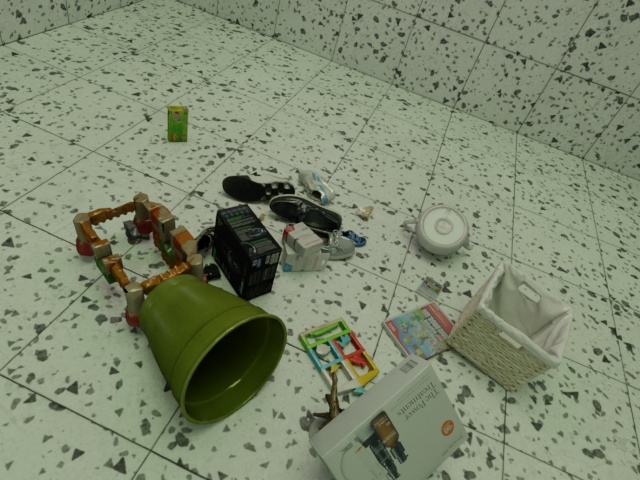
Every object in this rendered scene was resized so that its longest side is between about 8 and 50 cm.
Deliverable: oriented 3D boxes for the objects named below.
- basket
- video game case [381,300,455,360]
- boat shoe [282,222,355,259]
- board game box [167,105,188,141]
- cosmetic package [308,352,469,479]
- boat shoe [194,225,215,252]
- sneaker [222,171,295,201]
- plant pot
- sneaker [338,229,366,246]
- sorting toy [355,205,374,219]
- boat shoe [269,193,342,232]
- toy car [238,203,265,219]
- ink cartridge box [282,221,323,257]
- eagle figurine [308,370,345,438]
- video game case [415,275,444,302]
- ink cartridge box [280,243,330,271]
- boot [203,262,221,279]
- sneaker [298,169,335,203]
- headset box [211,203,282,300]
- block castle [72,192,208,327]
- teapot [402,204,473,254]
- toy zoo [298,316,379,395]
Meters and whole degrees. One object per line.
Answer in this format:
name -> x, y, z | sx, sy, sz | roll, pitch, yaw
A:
basket -> 0.711, 0.318, 1.696 | 0.328, 0.266, 0.331 | 38, 46, 11
video game case -> 0.403, 0.355, 1.750 | 0.285, 0.025, 0.204 | -15, 52, -30
boat shoe -> -0.001, -0.002, 1.924 | 0.321, 0.103, 0.118 | 13, 43, -6
board game box -> -0.706, -0.574, 2.219 | 0.092, 0.181, 0.043 | -6, 48, -25
cosmetic package -> 0.197, 0.541, 1.226 | 0.377, 0.284, 0.097 | -35, 19, -17
boat shoe -> -0.445, 0.000, 1.760 | 0.070, 0.077, 0.219 | -11, 21, 27
sneaker -> -0.290, -0.253, 2.096 | 0.331, 0.122, 0.146 | 6, 26, -12
plant pot -> -0.355, 0.287, 1.359 | 0.353, 0.366, 0.367 | 32, 43, 32
sneaker -> 0.142, -0.012, 2.016 | 0.144, 0.059, 0.053 | 8, 41, -12
sorting toy -> 0.209, -0.138, 2.188 | 0.075, 0.044, 0.083 | 21, 42, 14
boat shoe -> -0.066, -0.106, 1.995 | 0.340, 0.127, 0.113 | 20, 30, -12
toy car -> -0.309, -0.123, 1.983 | 0.122, 0.060, 0.040 | 20, 74, 11
ink cartridge box -> -0.071, -0.003, 1.781 | 0.099, 0.056, 0.135 | -21, 52, -37
eagle figurine -> 0.138, 0.565, 1.356 | 0.298, 0.225, 0.226 | 31, 80, -30
video game case -> 0.471, 0.209, 1.936 | 0.087, 0.011, 0.122 | 34, 45, 17
ink cartridge box -> -0.063, 0.070, 1.828 | 0.180, 0.104, 0.060 | 0, 42, -20
boot -> -0.419, 0.140, 1.679 | 0.099, 0.045, 0.121 | -16, 51, -36
sneaker -> -0.035, -0.266, 2.203 | 0.229, 0.087, 0.092 | 40, 49, 25
headset box -> -0.288, 0.037, 1.678 | 0.131, 0.246, 0.283 | -18, 54, -34
block castle -> -0.625, 0.062, 1.571 | 0.303, 0.212, 0.453 | -29, 57, -34
teapot -> 0.556, -0.036, 2.103 | 0.253, 0.187, 0.255 | -25, 71, -5
toy zoo -> 0.074, 0.415, 1.569 | 0.193, 0.030, 0.293 | -15, 52, -32
